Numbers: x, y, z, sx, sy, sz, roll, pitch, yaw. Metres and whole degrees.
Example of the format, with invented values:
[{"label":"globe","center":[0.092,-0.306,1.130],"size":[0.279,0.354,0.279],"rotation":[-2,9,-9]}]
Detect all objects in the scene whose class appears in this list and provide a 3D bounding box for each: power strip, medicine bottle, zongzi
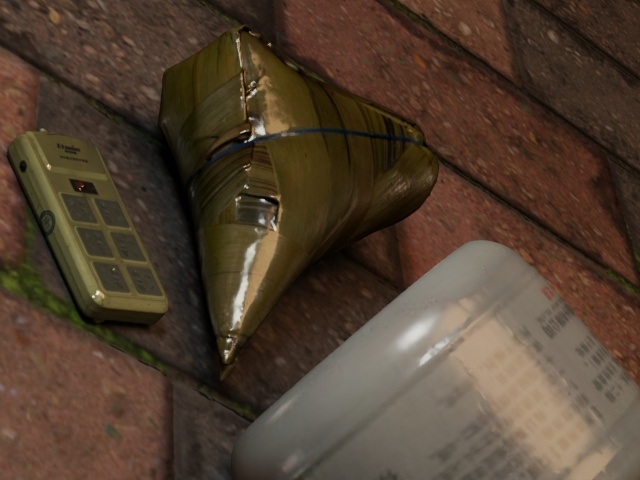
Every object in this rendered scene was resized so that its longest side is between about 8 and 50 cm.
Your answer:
[{"label":"power strip","center":[-0.164,-0.015,1.330],"size":[0.076,0.028,0.169],"rotation":[7,47,-50]},{"label":"medicine bottle","center":[0.119,0.181,1.237],"size":[0.306,0.245,0.245],"rotation":[50,27,4]},{"label":"zongzi","center":[0.000,0.000,1.462],"size":[0.260,0.123,0.289],"rotation":[23,46,-43]}]
